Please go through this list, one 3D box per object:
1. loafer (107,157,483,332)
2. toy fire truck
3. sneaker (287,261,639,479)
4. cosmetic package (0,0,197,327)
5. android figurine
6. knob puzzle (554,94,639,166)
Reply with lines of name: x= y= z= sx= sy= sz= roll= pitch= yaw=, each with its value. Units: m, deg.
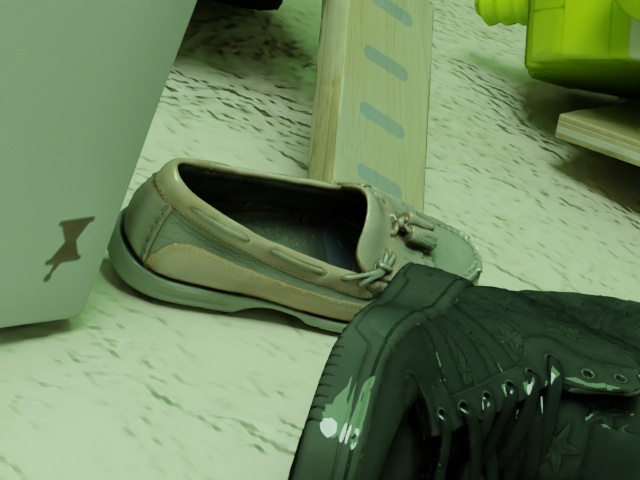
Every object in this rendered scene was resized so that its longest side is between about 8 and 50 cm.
loafer: x=0.000 y=0.000 z=0.591 sx=0.125 sy=0.039 sz=0.045 roll=5 pitch=47 yaw=-31
toy fire truck: x=-0.050 y=-0.112 z=0.701 sx=0.217 sy=0.158 sz=0.246 roll=7 pitch=17 yaw=-31
sneaker: x=0.051 y=0.045 z=0.532 sx=0.089 sy=0.051 sz=0.170 roll=20 pitch=19 yaw=8
cosmetic package: x=-0.223 y=-0.121 z=0.526 sx=0.365 sy=0.155 sz=0.197 roll=33 pitch=23 yaw=28
android figurine: x=0.199 y=-0.088 z=0.819 sx=0.273 sy=0.056 sz=0.248 roll=5 pitch=-1 yaw=34
knob puzzle: x=0.208 y=-0.019 z=0.826 sx=0.213 sy=0.030 sz=0.213 roll=13 pitch=15 yaw=-3
